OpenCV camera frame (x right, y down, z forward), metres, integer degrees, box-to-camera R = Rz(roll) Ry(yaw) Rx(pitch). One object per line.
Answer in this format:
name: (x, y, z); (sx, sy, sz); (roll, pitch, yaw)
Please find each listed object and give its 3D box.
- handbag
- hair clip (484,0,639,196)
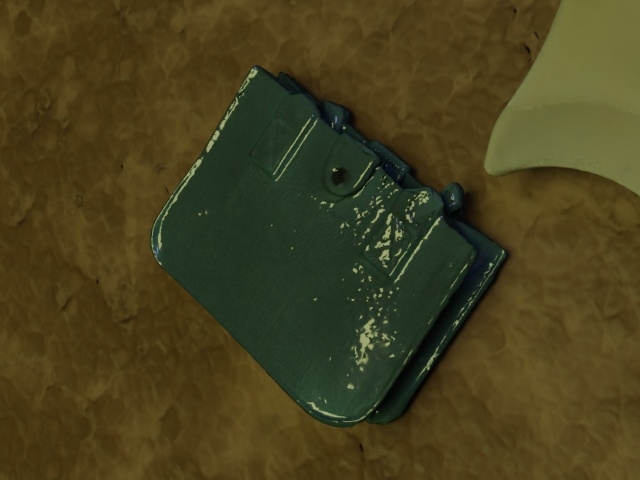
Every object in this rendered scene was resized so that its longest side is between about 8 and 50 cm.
handbag: (0.000, 0.000, 0.961); (0.229, 0.062, 0.179); (43, 111, 30)
hair clip: (0.207, -0.144, 0.797); (0.172, 0.113, 0.282); (29, 125, 37)
